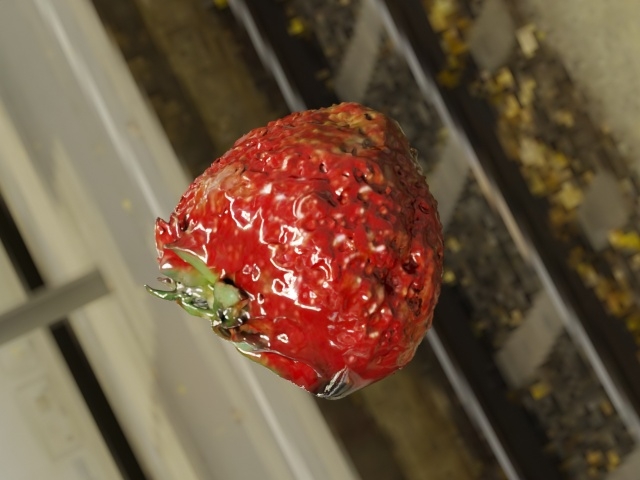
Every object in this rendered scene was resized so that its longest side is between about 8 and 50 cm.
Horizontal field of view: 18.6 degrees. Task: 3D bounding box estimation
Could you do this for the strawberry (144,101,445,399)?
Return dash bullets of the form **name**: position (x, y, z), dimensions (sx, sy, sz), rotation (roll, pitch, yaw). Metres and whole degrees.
- **strawberry**: position (0.000, 0.000, 0.673), dimensions (0.106, 0.106, 0.106), rotation (58, 165, 25)
